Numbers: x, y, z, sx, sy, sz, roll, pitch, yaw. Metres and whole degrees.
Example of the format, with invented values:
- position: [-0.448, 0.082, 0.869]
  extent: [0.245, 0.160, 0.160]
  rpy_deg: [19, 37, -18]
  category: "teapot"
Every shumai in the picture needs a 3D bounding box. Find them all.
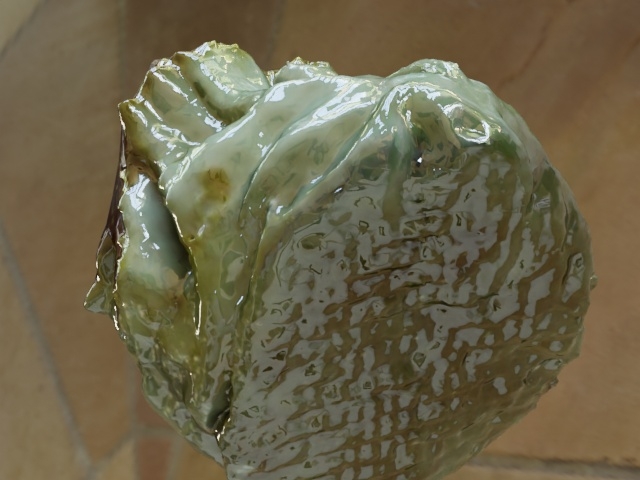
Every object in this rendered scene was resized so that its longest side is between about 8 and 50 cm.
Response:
- position: [0.004, 0.003, 0.617]
  extent: [0.184, 0.184, 0.142]
  rpy_deg: [-48, 44, 19]
  category: "shumai"
